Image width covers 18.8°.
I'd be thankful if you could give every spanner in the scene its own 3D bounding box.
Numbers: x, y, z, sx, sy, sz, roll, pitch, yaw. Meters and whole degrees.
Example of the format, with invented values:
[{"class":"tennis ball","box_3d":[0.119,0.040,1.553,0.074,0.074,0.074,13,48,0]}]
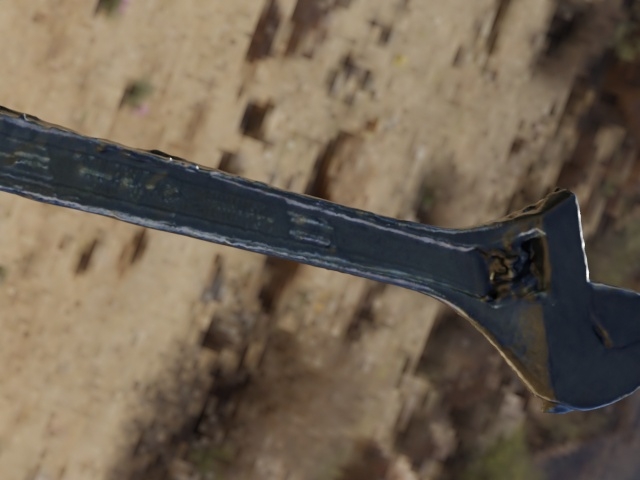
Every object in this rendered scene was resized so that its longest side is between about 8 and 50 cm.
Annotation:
[{"class":"spanner","box_3d":[0.000,0.000,0.778,0.026,0.325,0.093,-177,-79,-74]}]
